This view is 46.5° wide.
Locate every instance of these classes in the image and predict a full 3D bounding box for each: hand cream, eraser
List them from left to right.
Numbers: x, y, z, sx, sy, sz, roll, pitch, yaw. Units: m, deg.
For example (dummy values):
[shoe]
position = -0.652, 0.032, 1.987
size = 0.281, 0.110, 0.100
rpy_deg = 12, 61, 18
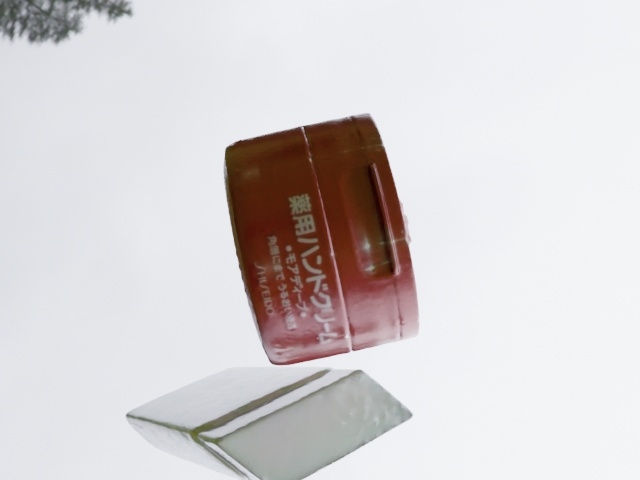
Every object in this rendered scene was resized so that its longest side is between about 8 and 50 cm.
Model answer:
[eraser]
position = -0.084, 0.211, 0.898
size = 0.396, 0.213, 0.082
rpy_deg = -19, -88, 62
[hand cream]
position = 0.000, 0.000, 0.604
size = 0.125, 0.193, 0.193
rpy_deg = -14, -128, 0
